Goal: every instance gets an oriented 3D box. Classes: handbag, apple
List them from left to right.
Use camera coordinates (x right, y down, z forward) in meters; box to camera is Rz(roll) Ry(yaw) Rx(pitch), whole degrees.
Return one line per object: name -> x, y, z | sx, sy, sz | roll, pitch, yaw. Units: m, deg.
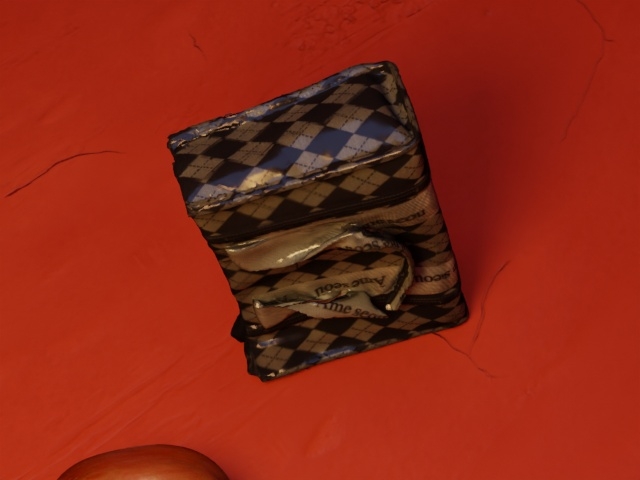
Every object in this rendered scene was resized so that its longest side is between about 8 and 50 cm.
apple -> -0.203, 0.349, 1.989 | 0.241, 0.242, 0.242 | -15, 57, -8
handbag -> 0.000, 0.000, 2.078 | 0.316, 0.416, 0.180 | -21, 53, 1
